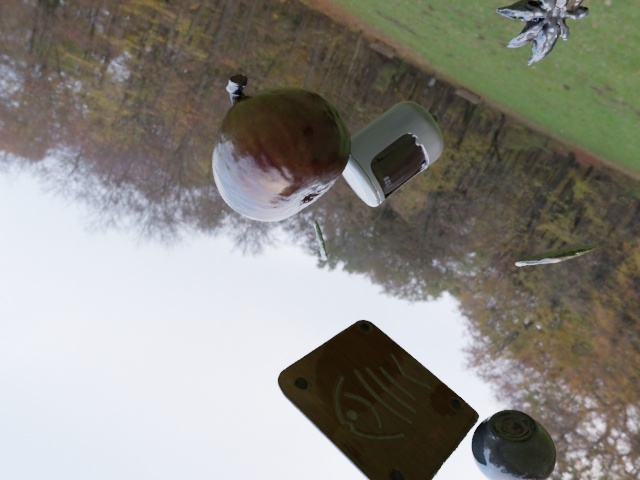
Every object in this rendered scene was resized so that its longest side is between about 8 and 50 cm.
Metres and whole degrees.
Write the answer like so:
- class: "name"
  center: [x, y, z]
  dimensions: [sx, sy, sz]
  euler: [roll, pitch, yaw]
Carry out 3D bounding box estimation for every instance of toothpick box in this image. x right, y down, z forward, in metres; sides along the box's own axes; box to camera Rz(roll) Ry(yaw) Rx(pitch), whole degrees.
- class: "toothpick box"
  center: [0.210, -0.273, 1.560]
  dimensions: [0.229, 0.316, 0.229]
  euler: [53, 176, 5]

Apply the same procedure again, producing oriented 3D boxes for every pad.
- class: "pad"
  center: [0.103, 0.272, 0.915]
  dimensions: [0.286, 0.018, 0.284]
  euler: [38, -144, 24]

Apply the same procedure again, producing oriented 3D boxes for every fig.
- class: "fig"
  center: [-0.068, -0.145, 0.868]
  dimensions: [0.234, 0.235, 0.214]
  euler: [6, -147, -48]

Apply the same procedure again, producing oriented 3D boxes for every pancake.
- class: "pancake"
  center: [0.328, 0.020, 0.745]
  dimensions: [0.115, 0.114, 0.011]
  euler: [-10, -95, -61]
- class: "pancake"
  center: [0.000, 0.001, 1.381]
  dimensions: [0.017, 0.108, 0.108]
  euler: [-13, -155, 0]

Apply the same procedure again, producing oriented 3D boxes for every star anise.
- class: "star anise"
  center: [0.413, -0.421, 0.971]
  dimensions: [0.180, 0.205, 0.061]
  euler: [19, -140, -21]

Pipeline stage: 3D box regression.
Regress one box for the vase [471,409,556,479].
- class: "vase"
  center: [0.291, 0.350, 0.812]
  dimensions: [0.120, 0.183, 0.120]
  euler: [-7, -155, 3]
